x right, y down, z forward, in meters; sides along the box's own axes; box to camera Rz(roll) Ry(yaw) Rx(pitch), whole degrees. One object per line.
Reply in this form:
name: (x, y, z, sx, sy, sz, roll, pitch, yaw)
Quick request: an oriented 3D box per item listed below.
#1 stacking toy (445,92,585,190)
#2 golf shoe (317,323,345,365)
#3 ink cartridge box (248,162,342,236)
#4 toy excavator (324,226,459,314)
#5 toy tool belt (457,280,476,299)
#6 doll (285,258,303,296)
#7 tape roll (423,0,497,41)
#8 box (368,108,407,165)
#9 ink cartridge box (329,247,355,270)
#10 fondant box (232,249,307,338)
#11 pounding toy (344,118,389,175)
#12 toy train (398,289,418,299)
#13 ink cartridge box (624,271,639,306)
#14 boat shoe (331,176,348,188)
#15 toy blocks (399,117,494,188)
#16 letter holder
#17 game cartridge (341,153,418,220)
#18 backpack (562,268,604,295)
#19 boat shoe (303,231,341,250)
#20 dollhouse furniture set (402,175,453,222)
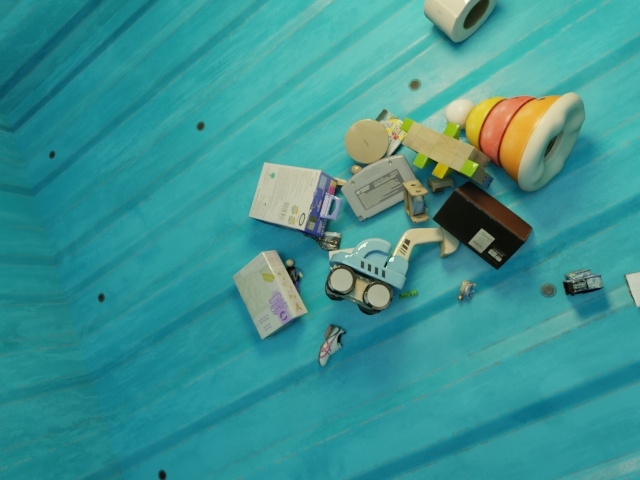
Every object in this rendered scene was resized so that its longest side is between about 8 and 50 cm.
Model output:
stacking toy: (0.665, -0.422, 1.585, 0.480, 0.351, 0.350, 35, 98, 36)
golf shoe: (0.046, 0.462, 1.837, 0.086, 0.067, 0.185, 20, 92, 21)
ink cartridge box: (-0.099, -0.175, 1.865, 0.396, 0.151, 0.269, 14, 88, 36)
toy excavator: (0.275, 0.075, 1.644, 0.434, 0.222, 0.444, 23, 76, 5)
toy tool belt: (0.574, 0.201, 1.662, 0.051, 0.052, 0.083, 18, 92, 31)
doll: (-0.138, 0.179, 1.948, 0.129, 0.046, 0.188, -7, 83, 20)
tape roll: (0.556, -0.942, 1.676, 0.246, 0.246, 0.169, -43, 72, 13)
box: (0.267, -0.433, 1.848, 0.159, 0.044, 0.233, 43, 101, 20)
ink cartridge box: (0.160, 0.110, 1.813, 0.218, 0.092, 0.158, -9, 82, 22)
fondant box: (-0.234, 0.244, 1.925, 0.238, 0.096, 0.330, -38, 73, 31)
pounding toy: (0.201, -0.402, 1.807, 0.183, 0.110, 0.236, -5, 113, 10)
toy train: (0.363, 0.224, 1.762, 0.084, 0.017, 0.023, -20, 68, 19)
ink cartridge box: (1.104, 0.167, 1.467, 0.063, 0.029, 0.114, -15, 81, 19)
boat shoe: (0.054, -0.253, 1.910, 0.170, 0.063, 0.059, 13, 93, 32)
toy blocks: (0.505, -0.324, 1.634, 0.381, 0.261, 0.190, 40, 109, 41)
letter holder: (0.620, -0.069, 1.617, 0.302, 0.214, 0.152, 41, 125, 15)
game cartridge: (0.249, -0.229, 1.785, 0.298, 0.062, 0.198, -27, 102, 17)
backpack: (0.926, 0.145, 1.498, 0.115, 0.105, 0.084, -13, 81, 18)
boat shoe: (0.000, 0.000, 1.900, 0.184, 0.065, 0.083, 6, 86, 21)
dollhouse furniture set: (0.439, -0.169, 1.698, 0.184, 0.128, 0.129, -12, 122, -1)
